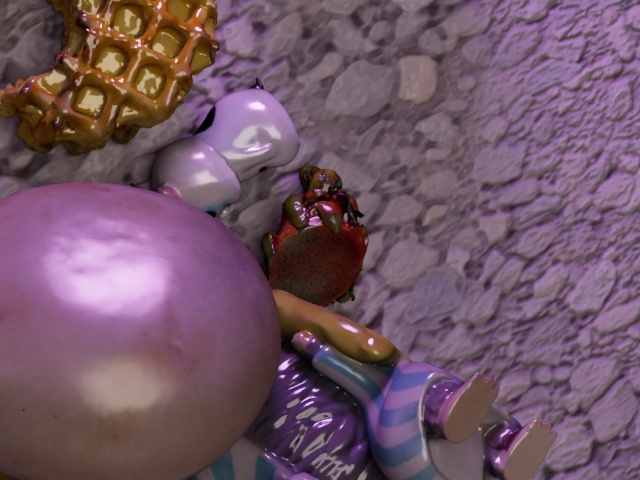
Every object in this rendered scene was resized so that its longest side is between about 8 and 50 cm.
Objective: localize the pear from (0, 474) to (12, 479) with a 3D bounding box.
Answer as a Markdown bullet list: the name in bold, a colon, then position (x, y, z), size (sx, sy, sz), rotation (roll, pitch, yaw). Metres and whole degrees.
- **pear**: position (-0.453, 0.277, 1.334), size (0.399, 0.165, 0.398), rotation (0, 91, -24)

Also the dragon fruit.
- **dragon fruit**: position (0.000, 0.000, 1.565), size (0.138, 0.142, 0.175), rotation (43, 41, -44)

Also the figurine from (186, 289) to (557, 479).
- **figurine**: position (0.006, 0.282, 1.436), size (0.266, 0.361, 0.377), rotation (34, 80, -33)

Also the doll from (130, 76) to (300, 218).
- **doll**: position (-0.108, -0.091, 1.514), size (0.181, 0.110, 0.107), rotation (-43, 105, -15)

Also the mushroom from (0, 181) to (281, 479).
- **mushroom**: position (-0.223, 0.112, 1.365), size (0.362, 0.362, 0.294), rotation (-6, 132, -24)

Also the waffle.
- **waffle**: position (-0.248, -0.257, 1.432), size (0.261, 0.151, 0.324), rotation (-16, 98, -20)
